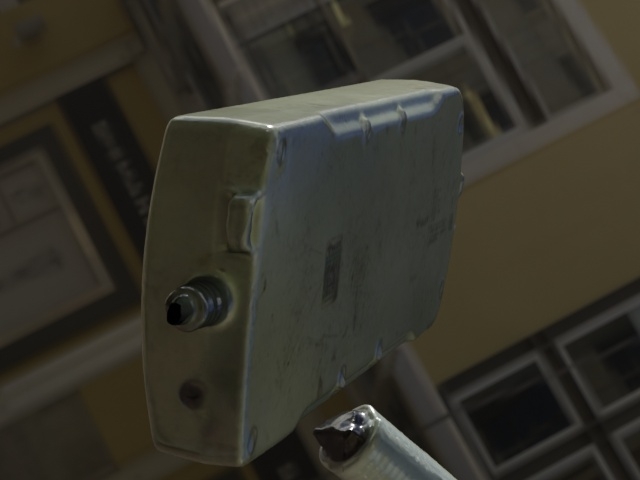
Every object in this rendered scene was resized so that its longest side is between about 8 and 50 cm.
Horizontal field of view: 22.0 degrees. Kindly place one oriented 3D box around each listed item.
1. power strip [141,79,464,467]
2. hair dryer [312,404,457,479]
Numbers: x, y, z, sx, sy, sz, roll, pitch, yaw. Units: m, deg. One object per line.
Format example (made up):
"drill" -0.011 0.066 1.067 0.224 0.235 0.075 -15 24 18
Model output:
"power strip" 0.000 0.000 0.439 0.227 0.029 0.080 -23 120 -71
"hair dryer" 0.084 0.140 0.756 0.236 0.131 0.073 40 -33 -23
